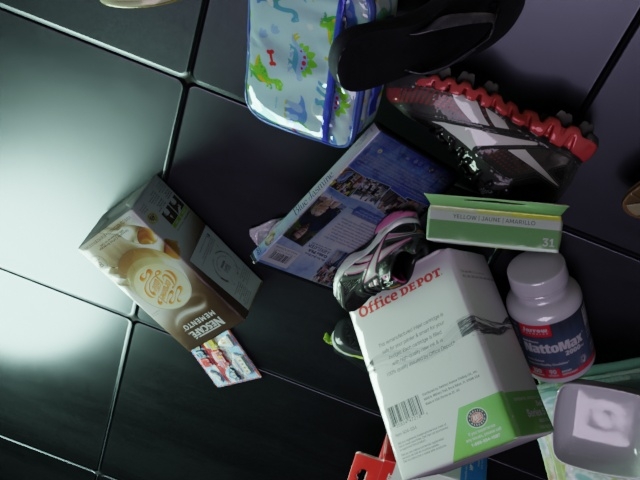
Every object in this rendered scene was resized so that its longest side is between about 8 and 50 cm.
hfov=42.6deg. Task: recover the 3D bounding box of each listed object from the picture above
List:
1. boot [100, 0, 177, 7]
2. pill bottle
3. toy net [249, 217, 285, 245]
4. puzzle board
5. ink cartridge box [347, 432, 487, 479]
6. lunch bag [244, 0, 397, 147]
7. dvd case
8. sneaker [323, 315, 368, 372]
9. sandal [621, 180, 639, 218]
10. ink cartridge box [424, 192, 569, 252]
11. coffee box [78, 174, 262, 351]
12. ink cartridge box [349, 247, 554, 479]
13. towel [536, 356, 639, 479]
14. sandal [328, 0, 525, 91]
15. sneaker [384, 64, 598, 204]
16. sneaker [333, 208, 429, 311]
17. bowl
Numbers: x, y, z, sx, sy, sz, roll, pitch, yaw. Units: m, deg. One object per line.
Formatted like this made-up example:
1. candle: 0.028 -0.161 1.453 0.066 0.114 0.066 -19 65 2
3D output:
1. boot: -0.187 -0.372 0.976 0.213 0.077 0.165 -7 125 14
2. pill bottle: 0.326 0.106 1.179 0.107 0.108 0.180 -10 123 22
3. toy net: 0.000 0.000 1.227 0.232 0.045 0.122 7 128 11
4. puzzle board: -0.175 0.208 1.455 0.096 0.011 0.128 -16 121 26
5. ink cartridge box: 0.170 0.423 1.481 0.230 0.078 0.134 15 128 4
6. lunch bag: -0.002 -0.232 0.998 0.176 0.090 0.219 25 131 17
7. dvd case: 0.049 -0.034 1.108 0.180 0.022 0.253 22 120 -44
8. sneaker: 0.121 0.184 1.330 0.234 0.084 0.097 23 153 -2
9. sandal: 0.461 -0.092 1.034 0.072 0.049 0.180 38 112 -21
10. ink cartridge box: 0.220 -0.019 1.047 0.171 0.235 0.056 5 91 12
11. coffee box: -0.230 0.040 1.285 0.141 0.098 0.246 -31 114 32
12. ink cartridge box: 0.176 0.175 1.167 0.198 0.273 0.114 -32 154 33
13. towel: 0.523 0.335 1.254 0.374 0.090 0.321 -14 101 28
14. sandal: 0.131 -0.225 0.932 0.254 0.054 0.097 -26 137 -15
15. sneaker: 0.198 -0.124 1.020 0.275 0.097 0.135 22 95 -3
16. sneaker: 0.083 0.042 1.131 0.071 0.077 0.178 8 130 -35
17. bowl: 0.413 0.268 1.201 0.142 0.053 0.142 7 110 22
